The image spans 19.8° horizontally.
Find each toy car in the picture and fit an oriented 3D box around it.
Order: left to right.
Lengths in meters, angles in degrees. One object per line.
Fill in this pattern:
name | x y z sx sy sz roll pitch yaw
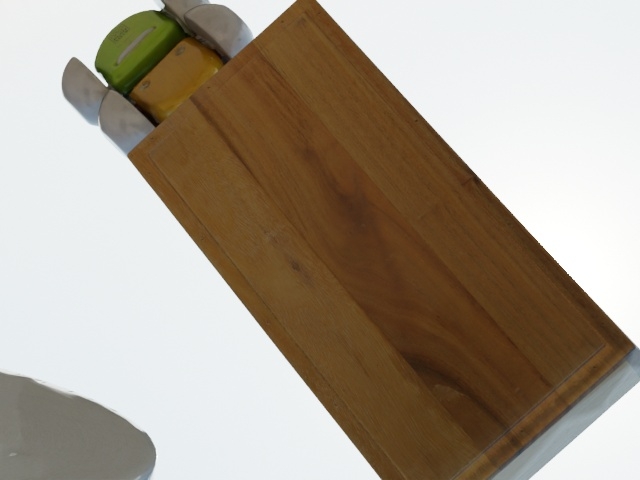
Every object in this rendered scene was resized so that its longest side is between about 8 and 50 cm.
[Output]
toy car | -0.133 -0.140 1.672 0.159 0.136 0.182 -46 -138 -5

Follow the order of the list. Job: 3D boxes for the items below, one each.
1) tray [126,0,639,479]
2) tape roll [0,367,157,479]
tray | 0.042 0.012 1.415 0.203 0.076 0.411 -42 -117 4
tape roll | -0.282 0.119 0.972 0.392 0.072 0.392 9 -173 -1
